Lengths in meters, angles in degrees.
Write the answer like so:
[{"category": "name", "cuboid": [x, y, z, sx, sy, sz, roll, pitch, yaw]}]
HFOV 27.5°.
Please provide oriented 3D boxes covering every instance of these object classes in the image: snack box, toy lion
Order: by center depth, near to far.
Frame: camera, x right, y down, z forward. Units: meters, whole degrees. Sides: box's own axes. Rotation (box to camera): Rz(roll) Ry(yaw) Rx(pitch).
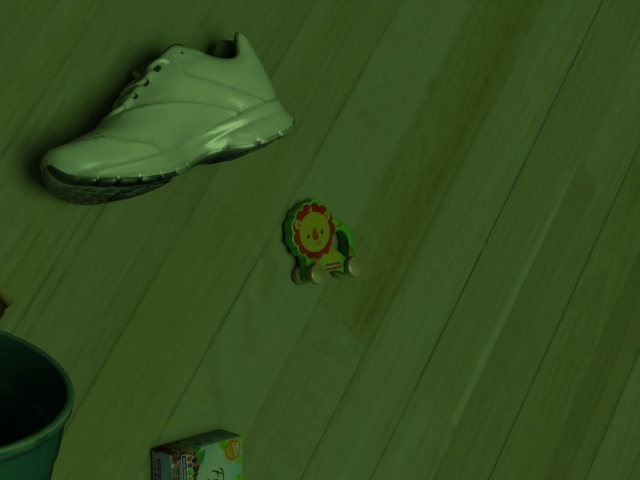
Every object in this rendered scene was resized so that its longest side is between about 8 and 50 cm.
[{"category": "snack box", "cuboid": [-0.130, 0.283, 1.398, 0.100, 0.037, 0.141, -9, 102, -46]}, {"category": "toy lion", "cuboid": [0.000, 0.000, 1.502, 0.100, 0.034, 0.096, -9, 94, -45]}]

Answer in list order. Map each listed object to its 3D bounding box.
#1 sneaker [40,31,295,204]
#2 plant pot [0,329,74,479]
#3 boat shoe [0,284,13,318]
[{"category": "sneaker", "cuboid": [-0.160, -0.119, 1.289, 0.297, 0.111, 0.129, -27, 98, -44]}, {"category": "plant pot", "cuboid": [-0.348, 0.222, 1.027, 0.271, 0.271, 0.255, -5, 113, -45]}, {"category": "boat shoe", "cuboid": [-0.356, 0.015, 1.114, 0.207, 0.073, 0.073, 45, 66, -31]}]
